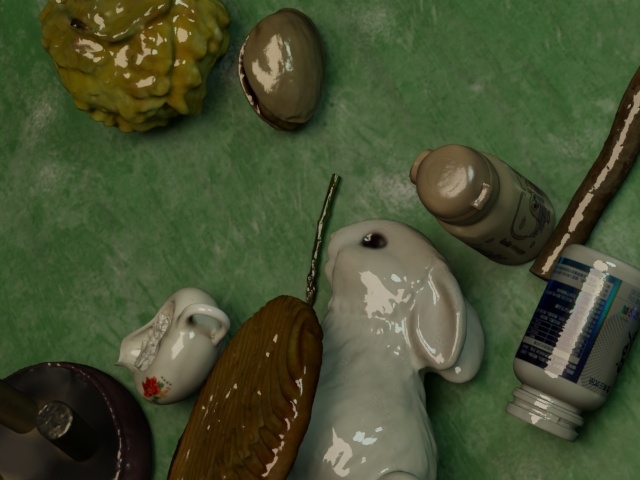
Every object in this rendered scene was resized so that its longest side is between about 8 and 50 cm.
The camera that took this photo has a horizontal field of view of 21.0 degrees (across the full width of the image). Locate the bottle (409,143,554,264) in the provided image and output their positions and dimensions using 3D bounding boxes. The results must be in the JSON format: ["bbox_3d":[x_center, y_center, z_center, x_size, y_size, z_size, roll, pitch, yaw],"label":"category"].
[{"bbox_3d":[0.167,-0.045,1.843,0.110,0.209,0.097,28,90,31],"label":"bottle"}]

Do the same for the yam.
[{"bbox_3d":[0.321,-0.100,1.874,0.045,0.045,0.327,31,92,51],"label":"yam"}]

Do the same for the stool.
[{"bbox_3d":[-0.355,0.264,2.050,0.272,0.178,0.272,-7,73,24],"label":"stool"}]

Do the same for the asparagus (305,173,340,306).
[{"bbox_3d":[0.000,0.000,2.031,0.016,0.016,0.163,11,80,10],"label":"asparagus"}]

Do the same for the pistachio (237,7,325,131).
[{"bbox_3d":[-0.044,-0.205,2.067,0.113,0.113,0.149,-10,87,25],"label":"pistachio"}]

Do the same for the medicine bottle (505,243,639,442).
[{"bbox_3d":[0.268,0.108,1.807,0.107,0.107,0.191,23,88,31],"label":"medicine bottle"}]

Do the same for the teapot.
[{"bbox_3d":[-0.160,0.121,2.016,0.226,0.092,0.145,-39,32,53],"label":"teapot"}]

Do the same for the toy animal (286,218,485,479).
[{"bbox_3d":[0.063,0.150,1.871,0.257,0.194,0.357,8,72,39],"label":"toy animal"}]

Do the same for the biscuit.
[{"bbox_3d":[-0.088,0.205,1.843,0.318,0.040,0.318,-52,24,34],"label":"biscuit"}]

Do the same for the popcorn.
[{"bbox_3d":[-0.233,-0.266,2.125,0.233,0.192,0.266,0,93,22],"label":"popcorn"}]
